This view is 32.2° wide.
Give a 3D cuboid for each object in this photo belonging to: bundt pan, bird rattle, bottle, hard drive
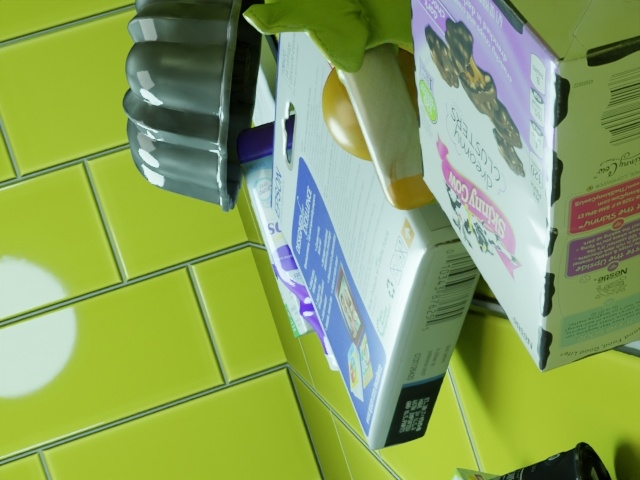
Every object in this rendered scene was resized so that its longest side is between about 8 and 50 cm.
[{"bbox_3d":[-0.141,-0.200,1.251,0.331,0.124,0.330,6,-90,-90],"label":"bundt pan"},{"bbox_3d":[0.022,-0.121,0.754,0.253,0.143,0.206,-134,25,-76],"label":"bird rattle"},{"bbox_3d":[0.000,0.000,1.216,0.092,0.118,0.282,-29,-76,-67],"label":"bottle"},{"bbox_3d":[-0.095,-0.257,1.558,0.210,0.040,0.318,91,159,-66],"label":"hard drive"}]

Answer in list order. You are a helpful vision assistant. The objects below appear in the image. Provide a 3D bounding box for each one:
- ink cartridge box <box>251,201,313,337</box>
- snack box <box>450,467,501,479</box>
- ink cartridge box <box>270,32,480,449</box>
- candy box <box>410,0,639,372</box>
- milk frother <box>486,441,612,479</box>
[{"bbox_3d":[-0.021,0.018,1.505,0.153,0.087,0.208,127,125,-79],"label":"ink cartridge box"},{"bbox_3d":[0.128,0.322,0.908,0.207,0.070,0.174,-67,25,19],"label":"snack box"},{"bbox_3d":[0.035,-0.020,0.983,0.303,0.072,0.307,97,157,-52],"label":"ink cartridge box"},{"bbox_3d":[0.106,-0.061,0.548,0.196,0.070,0.164,81,168,-45],"label":"candy box"},{"bbox_3d":[0.139,0.218,0.710,0.129,0.135,0.143,17,-129,-61],"label":"milk frother"}]
